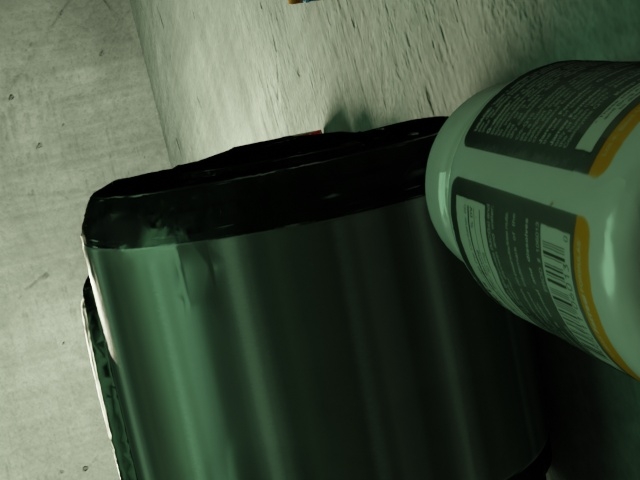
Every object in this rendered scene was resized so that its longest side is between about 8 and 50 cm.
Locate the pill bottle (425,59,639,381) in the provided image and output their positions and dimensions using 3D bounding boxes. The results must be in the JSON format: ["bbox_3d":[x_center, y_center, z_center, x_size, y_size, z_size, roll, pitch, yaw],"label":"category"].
[{"bbox_3d":[0.165,-0.018,0.652,0.278,0.162,0.162,-146,44,-73],"label":"pill bottle"}]

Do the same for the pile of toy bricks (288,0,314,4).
[{"bbox_3d":[-0.046,-0.329,1.375,0.212,0.105,0.118,-137,36,-68],"label":"pile of toy bricks"}]

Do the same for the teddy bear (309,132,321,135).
[{"bbox_3d":[0.000,0.000,1.372,0.245,0.113,0.338,-45,38,27],"label":"teddy bear"}]

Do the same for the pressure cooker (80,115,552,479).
[{"bbox_3d":[0.006,0.123,1.017,0.375,0.369,0.421,9,113,67],"label":"pressure cooker"}]

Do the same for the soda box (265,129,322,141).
[{"bbox_3d":[-0.023,-0.020,1.639,0.263,0.083,0.092,89,163,-45],"label":"soda box"}]
